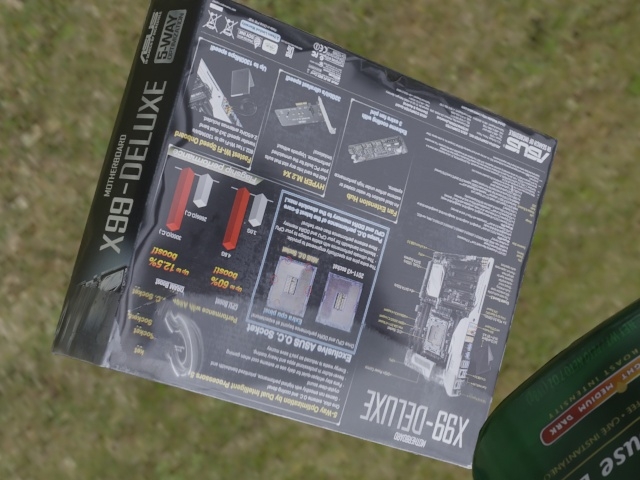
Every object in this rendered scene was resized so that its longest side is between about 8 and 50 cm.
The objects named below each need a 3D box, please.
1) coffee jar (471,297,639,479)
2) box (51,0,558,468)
[{"bbox_3d":[0.111,0.096,0.398,0.096,0.184,0.079,-38,132,8],"label":"coffee jar"},{"bbox_3d":[0.000,0.000,1.171,0.307,0.076,0.242,18,83,-33],"label":"box"}]
